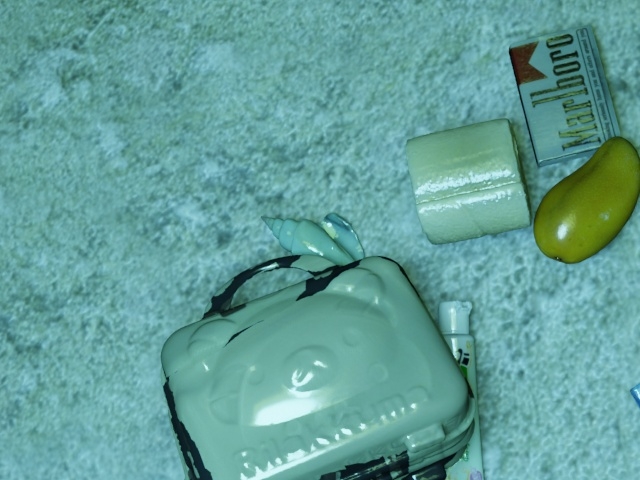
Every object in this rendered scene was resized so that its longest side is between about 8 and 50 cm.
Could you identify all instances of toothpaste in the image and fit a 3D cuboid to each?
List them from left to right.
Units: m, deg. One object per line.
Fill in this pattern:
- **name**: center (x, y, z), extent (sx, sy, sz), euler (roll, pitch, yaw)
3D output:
- **toothpaste**: center (0.172, 0.235, 1.249), extent (0.058, 0.056, 0.314), euler (-14, 73, 51)

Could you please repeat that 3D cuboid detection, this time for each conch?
- **conch**: center (-0.003, 0.006, 1.341), extent (0.180, 0.088, 0.065), euler (30, 128, 11)

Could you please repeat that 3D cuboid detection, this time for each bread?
- **bread**: center (0.194, -0.075, 1.275), extent (0.141, 0.134, 0.148), euler (-11, 64, 14)

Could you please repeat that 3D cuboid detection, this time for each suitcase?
- **suitcase**: center (-0.023, 0.162, 1.193), extent (0.351, 0.194, 0.339), euler (-20, 51, -7)

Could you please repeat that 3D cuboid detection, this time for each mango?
- **mango**: center (0.347, -0.049, 1.261), extent (0.102, 0.085, 0.184), euler (40, 78, 2)

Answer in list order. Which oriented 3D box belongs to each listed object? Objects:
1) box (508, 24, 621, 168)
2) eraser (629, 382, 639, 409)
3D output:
- **box**: center (0.329, -0.194, 1.325), extent (0.115, 0.036, 0.177), euler (-12, 74, 9)
- **eraser**: center (0.514, 0.279, 1.164), extent (0.144, 0.042, 0.312), euler (-31, 72, 3)
